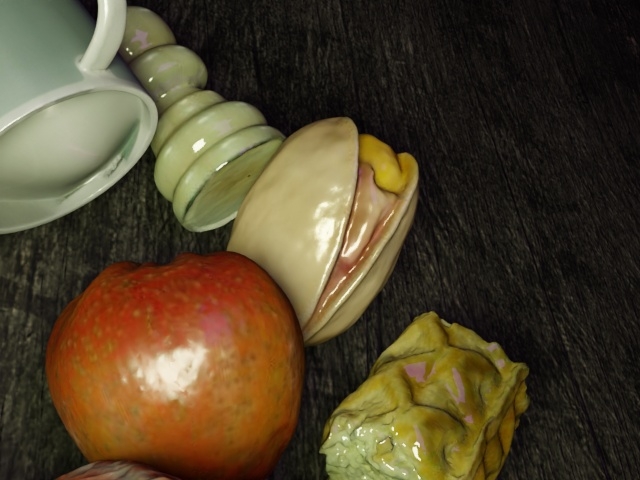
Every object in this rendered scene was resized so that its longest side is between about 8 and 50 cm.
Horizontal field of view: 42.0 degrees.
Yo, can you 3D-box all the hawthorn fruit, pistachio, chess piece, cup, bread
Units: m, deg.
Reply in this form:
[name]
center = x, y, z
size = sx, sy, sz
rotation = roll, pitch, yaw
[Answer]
[hawthorn fruit]
center = -0.138, 0.162, 0.867
size = 0.276, 0.277, 0.298
rotation = -9, 74, -38
[pistachio]
center = 0.000, 0.000, 1.074
size = 0.229, 0.309, 0.230
rotation = 31, 13, -8
[chess piece]
center = -0.205, -0.190, 1.149
size = 0.182, 0.182, 0.330
rotation = -24, 68, -43
[cup]
center = -0.344, -0.220, 0.939
size = 0.275, 0.357, 0.259
rotation = 52, 36, 13
[bread]
center = 0.134, 0.237, 1.031
size = 0.238, 0.196, 0.252
rotation = 38, 47, -3

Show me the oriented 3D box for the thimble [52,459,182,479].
[thimble]
center = -0.171, 0.350, 0.641
size = 0.350, 0.230, 0.351
rotation = 5, 78, -24
